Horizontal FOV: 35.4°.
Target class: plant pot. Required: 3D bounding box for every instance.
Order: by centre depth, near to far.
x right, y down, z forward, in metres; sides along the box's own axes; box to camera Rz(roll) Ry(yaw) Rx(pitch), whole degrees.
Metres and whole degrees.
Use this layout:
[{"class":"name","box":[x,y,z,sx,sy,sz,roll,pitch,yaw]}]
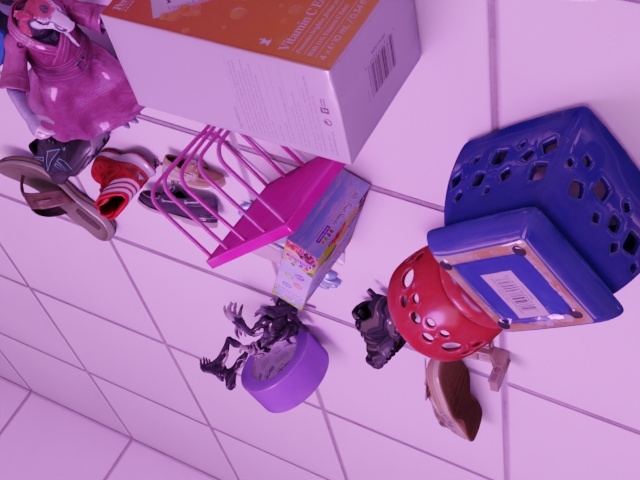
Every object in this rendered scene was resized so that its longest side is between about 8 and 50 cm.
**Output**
[{"class":"plant pot","box":[0.299,-0.010,1.360,0.236,0.212,0.236,45,148,-22]},{"class":"plant pot","box":[0.227,0.077,1.601,0.191,0.191,0.174,36,144,-6]}]

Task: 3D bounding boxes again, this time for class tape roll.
[{"class":"tape roll","box":[-0.079,0.281,2.215,0.189,0.189,0.080,-5,134,48]}]

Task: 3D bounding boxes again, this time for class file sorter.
[{"class":"file sorter","box":[-0.122,-0.111,1.637,0.182,0.202,0.290,44,150,-15]}]

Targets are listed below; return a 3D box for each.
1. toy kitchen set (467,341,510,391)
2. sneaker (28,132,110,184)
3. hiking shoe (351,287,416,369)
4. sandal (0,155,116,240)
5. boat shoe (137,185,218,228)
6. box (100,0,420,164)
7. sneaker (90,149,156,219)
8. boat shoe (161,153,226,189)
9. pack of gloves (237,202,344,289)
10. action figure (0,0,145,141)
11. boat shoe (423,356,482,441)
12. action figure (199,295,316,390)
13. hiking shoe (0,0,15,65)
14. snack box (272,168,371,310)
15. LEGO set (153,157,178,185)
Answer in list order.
[{"class":"toy kitchen set","box":[0.300,0.223,1.865,0.083,0.075,0.068,12,145,26]},{"class":"sneaker","box":[-0.512,-0.184,2.011,0.106,0.101,0.267,45,149,-18]},{"class":"hiking shoe","box":[0.115,0.169,1.979,0.114,0.086,0.227,40,148,15]},{"class":"sandal","box":[-0.599,-0.088,2.258,0.302,0.086,0.120,36,151,-7]},{"class":"boat shoe","box":[-0.282,-0.079,2.010,0.206,0.075,0.065,19,106,33]},{"class":"box","box":[-0.073,-0.268,1.322,0.345,0.215,0.168,18,148,24]},{"class":"sneaker","box":[-0.428,-0.109,2.001,0.087,0.128,0.221,46,154,-24]},{"class":"boat shoe","box":[-0.239,-0.130,1.877,0.135,0.050,0.045,13,122,19]},{"class":"pack of gloves","box":[-0.066,0.024,1.950,0.232,0.046,0.195,25,150,14]},{"class":"action figure","box":[-0.413,-0.314,1.628,0.276,0.248,0.370,51,170,22]},{"class":"boat shoe","box":[0.253,0.319,2.032,0.089,0.105,0.285,10,145,30]},{"class":"action figure","box":[-0.141,0.191,2.166,0.164,0.275,0.141,29,-157,-51]},{"class":"hiking shoe","box":[-0.618,-0.421,1.706,0.113,0.132,0.304,2,139,43]},{"class":"snack box","box":[0.000,0.000,1.710,0.070,0.174,0.207,32,153,7]},{"class":"LEGO set","box":[-0.289,-0.135,1.953,0.083,0.023,0.054,46,149,3]}]
